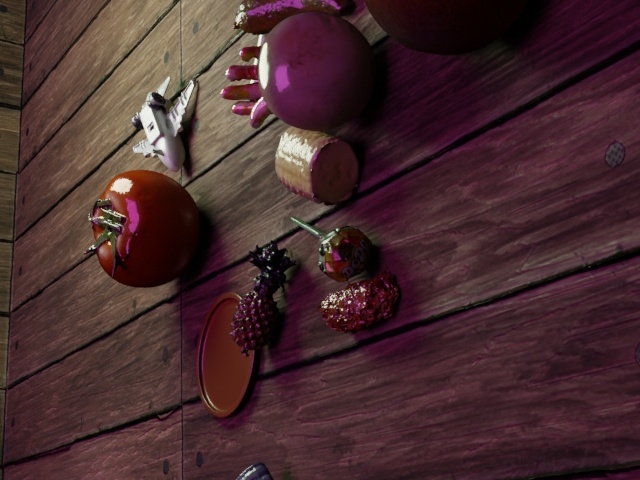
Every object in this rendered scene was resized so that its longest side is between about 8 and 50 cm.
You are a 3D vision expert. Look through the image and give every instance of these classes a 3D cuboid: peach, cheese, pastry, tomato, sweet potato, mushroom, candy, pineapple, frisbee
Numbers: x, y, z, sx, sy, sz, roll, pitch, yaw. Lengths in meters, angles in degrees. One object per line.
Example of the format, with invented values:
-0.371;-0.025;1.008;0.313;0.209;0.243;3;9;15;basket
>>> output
0.170;-0.377;1.425;0.252;0.252;0.252;-20;66;55;peach
-0.007;-0.131;1.779;0.167;0.094;0.123;-150;62;-61;cheese
0.055;0.102;1.645;0.169;0.063;0.087;-32;54;52;pastry
-0.381;-0.025;2.227;0.256;0.224;0.256;-14;73;52;tomato
-0.050;-0.430;1.901;0.273;0.075;0.075;0;82;36;sweet potato
-0.004;-0.267;1.726;0.209;0.206;0.206;82;167;-46;mushroom
0.000;0.000;1.762;0.091;0.083;0.305;-48;25;-6;candy
-0.111;0.112;1.884;0.083;0.103;0.221;23;104;23;pineapple
-0.187;0.228;2.048;0.251;0.021;0.251;-22;64;56;frisbee

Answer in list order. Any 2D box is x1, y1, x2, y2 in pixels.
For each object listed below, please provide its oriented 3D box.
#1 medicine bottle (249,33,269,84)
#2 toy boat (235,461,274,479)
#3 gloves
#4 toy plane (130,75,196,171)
-0.095;-0.388;2.011;0.059;0.059;0.231;17;97;58;medicine bottle
-0.138;0.526;1.794;0.078;0.127;0.283;32;106;56;toy boat
-0.079;-0.303;1.912;0.241;0.126;0.145;-36;72;47;gloves
-0.371;-0.261;2.386;0.251;0.101;0.255;-42;48;30;toy plane
